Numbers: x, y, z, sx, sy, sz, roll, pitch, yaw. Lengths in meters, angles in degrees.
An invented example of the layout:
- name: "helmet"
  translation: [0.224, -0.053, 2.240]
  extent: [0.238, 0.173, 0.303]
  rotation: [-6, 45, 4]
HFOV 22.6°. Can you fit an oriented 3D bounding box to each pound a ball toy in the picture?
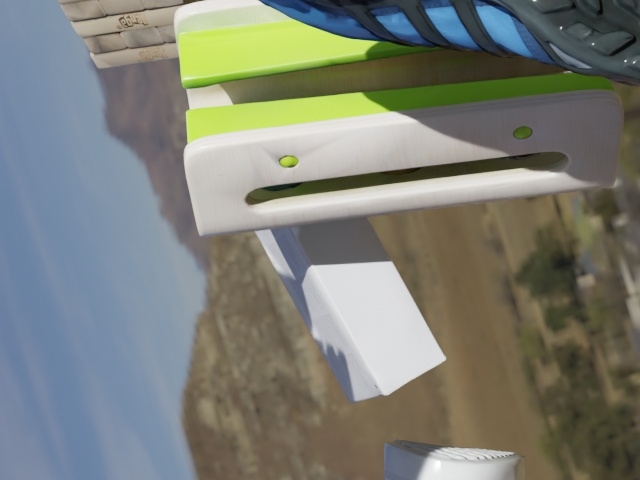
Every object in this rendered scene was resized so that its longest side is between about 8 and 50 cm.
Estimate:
- name: "pound a ball toy"
  translation: [0.067, -0.118, 1.067]
  extent: [0.136, 0.319, 0.208]
  rotation: [84, 179, -55]

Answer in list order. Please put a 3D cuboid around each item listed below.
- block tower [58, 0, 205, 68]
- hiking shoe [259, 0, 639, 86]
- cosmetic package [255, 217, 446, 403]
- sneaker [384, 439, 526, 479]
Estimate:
- name: "block tower"
  translation: [-0.154, -0.246, 1.022]
  extent: [0.335, 0.097, 0.091]
  rotation: [61, -149, -47]
- name: "hiking shoe"
  translation: [0.078, -0.144, 0.792]
  extent: [0.132, 0.304, 0.113]
  rotation: [148, 139, -80]
- name: "cosmetic package"
  translation: [0.000, 0.000, 1.177]
  extent: [0.239, 0.060, 0.099]
  rotation: [61, 166, 1]
- name: "sneaker"
  translation: [0.123, 0.274, 1.515]
  extent: [0.366, 0.135, 0.150]
  rotation: [61, -146, -75]
